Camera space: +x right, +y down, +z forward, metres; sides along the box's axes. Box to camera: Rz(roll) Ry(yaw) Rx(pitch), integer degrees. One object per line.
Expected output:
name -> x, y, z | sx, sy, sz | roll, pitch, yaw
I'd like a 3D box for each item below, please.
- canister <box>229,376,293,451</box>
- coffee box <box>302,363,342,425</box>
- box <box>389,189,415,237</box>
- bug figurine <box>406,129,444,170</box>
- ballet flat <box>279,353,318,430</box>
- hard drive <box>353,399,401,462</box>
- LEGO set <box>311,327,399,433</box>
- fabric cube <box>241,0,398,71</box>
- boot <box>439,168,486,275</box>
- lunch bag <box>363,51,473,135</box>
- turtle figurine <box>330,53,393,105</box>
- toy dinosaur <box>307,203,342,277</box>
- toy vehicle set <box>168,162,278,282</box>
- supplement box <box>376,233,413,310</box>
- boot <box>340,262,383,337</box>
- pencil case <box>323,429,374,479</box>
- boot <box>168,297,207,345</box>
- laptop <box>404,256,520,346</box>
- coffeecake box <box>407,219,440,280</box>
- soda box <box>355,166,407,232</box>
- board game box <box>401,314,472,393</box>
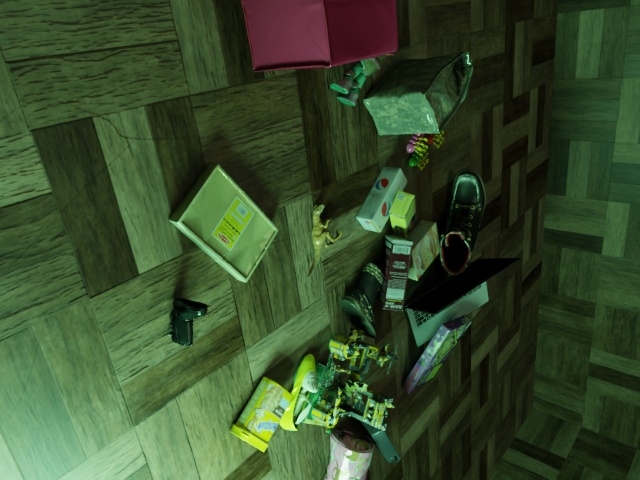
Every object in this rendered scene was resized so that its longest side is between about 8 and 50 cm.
canister -> -0.159, 0.480, 1.389 | 0.169, 0.073, 0.126 | -59, 138, -22
coffee box -> 0.000, 0.495, 1.604 | 0.113, 0.040, 0.184 | 35, 73, -49
box -> 0.279, -0.085, 1.685 | 0.087, 0.058, 0.232 | -65, 162, -8
bug figurine -> 0.366, -0.367, 1.728 | 0.216, 0.072, 0.279 | -59, 162, -5
ballet flat -> -0.051, 0.460, 1.506 | 0.077, 0.077, 0.230 | 37, 72, -47
hard drive -> 0.199, 0.694, 1.804 | 0.054, 0.172, 0.254 | -35, 131, -10
LEGO set -> 0.133, 0.454, 1.567 | 0.255, 0.192, 0.331 | 31, 75, -52
fabric cube -> -0.002, -0.537, 1.145 | 0.258, 0.254, 0.258 | -32, 124, -41
boot -> 0.561, -0.069, 1.985 | 0.284, 0.138, 0.377 | -45, 140, -56
lunch bag -> 0.314, -0.466, 1.550 | 0.287, 0.235, 0.169 | -53, 130, -25
turtle figurine -> 0.112, -0.507, 1.404 | 0.175, 0.118, 0.234 | 30, 83, -49
toy dinosaur -> 0.000, 0.000, 1.464 | 0.112, 0.064, 0.211 | 1, 90, -32
toy vehicle set -> -0.220, -0.037, 1.199 | 0.166, 0.035, 0.267 | -59, 137, -19
supplement box -> 0.252, 0.107, 1.716 | 0.073, 0.130, 0.239 | 6, 99, -5
boot -> 0.167, 0.206, 1.688 | 0.178, 0.085, 0.236 | -57, 138, -26
pencil case -> 0.064, 0.848, 1.687 | 0.167, 0.160, 0.385 | 16, 87, -54
boot -> -0.294, 0.185, 1.114 | 0.045, 0.121, 0.099 | 0, 94, -47
laptop -> 0.548, 0.251, 1.920 | 0.382, 0.236, 0.407 | -30, 128, -11
coffeecake box -> 0.374, 0.035, 1.893 | 0.185, 0.068, 0.142 | -45, 133, -32
soda box -> 0.203, -0.136, 1.644 | 0.216, 0.069, 0.074 | -60, 137, -18
board game box -> 0.477, 0.463, 2.048 | 0.208, 0.056, 0.346 | -10, 132, -52
